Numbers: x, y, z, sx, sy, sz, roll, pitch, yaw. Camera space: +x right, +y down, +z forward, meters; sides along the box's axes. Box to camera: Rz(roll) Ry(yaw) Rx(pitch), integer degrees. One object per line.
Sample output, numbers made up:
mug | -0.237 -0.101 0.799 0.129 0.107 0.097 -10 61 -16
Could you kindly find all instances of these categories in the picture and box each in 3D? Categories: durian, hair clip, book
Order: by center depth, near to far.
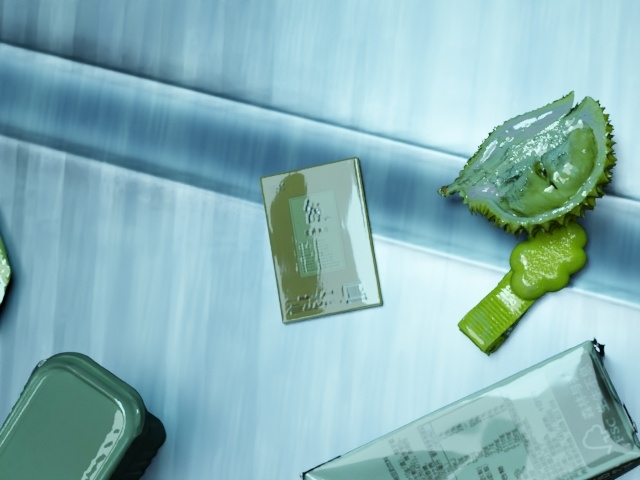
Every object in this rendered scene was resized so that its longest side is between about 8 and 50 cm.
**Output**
durian | 0.223 -0.063 1.670 0.208 0.102 0.146 -14 59 22
hair clip | 0.218 0.044 1.683 0.173 0.046 0.072 -45 79 2
book | 0.000 0.000 1.758 0.118 0.012 0.172 -11 80 12

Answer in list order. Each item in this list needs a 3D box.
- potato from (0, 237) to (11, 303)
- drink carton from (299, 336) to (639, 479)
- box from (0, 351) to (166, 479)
potato | -0.422 0.026 1.831 0.119 0.054 0.198 -9 78 -5
drink carton | 0.167 0.229 1.591 0.325 0.194 0.132 -25 75 9
box | -0.281 0.260 1.700 0.138 0.178 0.274 33 90 15
